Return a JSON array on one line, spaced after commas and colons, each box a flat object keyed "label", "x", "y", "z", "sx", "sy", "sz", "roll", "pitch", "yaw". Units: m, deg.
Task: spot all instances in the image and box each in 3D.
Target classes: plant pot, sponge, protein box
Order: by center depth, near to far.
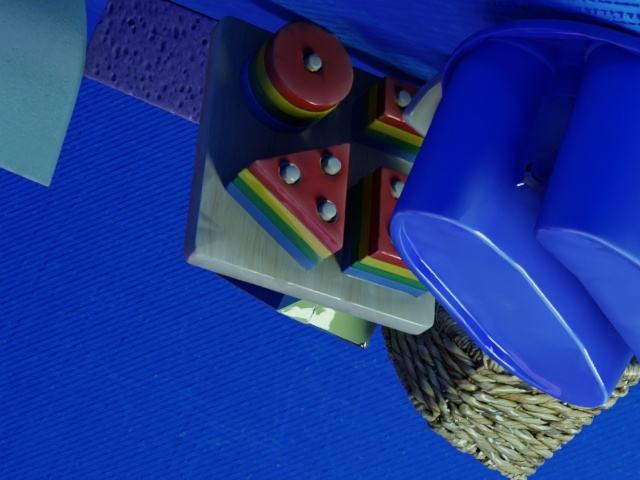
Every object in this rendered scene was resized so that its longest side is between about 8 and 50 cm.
[{"label": "plant pot", "x": -0.406, "y": -0.241, "z": 1.544, "sx": 0.248, "sy": 0.252, "sz": 0.247, "roll": 24, "pitch": 179, "yaw": 42}, {"label": "sponge", "x": -0.165, "y": -0.205, "z": 1.571, "sx": 0.210, "sy": 0.117, "sz": 0.031, "roll": 24, "pitch": -179, "yaw": 16}, {"label": "protein box", "x": 0.000, "y": 0.000, "z": 1.715, "sx": 0.136, "sy": 0.200, "sz": 0.201, "roll": 26, "pitch": 179, "yaw": -28}]

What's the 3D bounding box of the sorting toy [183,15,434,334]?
[{"label": "sorting toy", "x": 0.018, "y": -0.074, "z": 1.284, "sx": 0.255, "sy": 0.257, "sz": 0.089, "roll": 19, "pitch": 150, "yaw": -26}]

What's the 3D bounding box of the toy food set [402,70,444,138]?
[{"label": "toy food set", "x": 0.240, "y": -0.043, "z": 1.181, "sx": 0.306, "sy": 0.092, "sz": 0.219, "roll": 24, "pitch": 179, "yaw": 27}]

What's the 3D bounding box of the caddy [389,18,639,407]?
[{"label": "caddy", "x": 0.206, "y": -0.013, "z": 0.945, "sx": 0.241, "sy": 0.179, "sz": 0.341, "roll": 7, "pitch": 152, "yaw": 40}]

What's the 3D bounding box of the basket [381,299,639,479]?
[{"label": "basket", "x": 0.215, "y": 0.094, "z": 1.644, "sx": 0.213, "sy": 0.223, "sz": 0.299, "roll": 35, "pitch": -158, "yaw": -25}]
